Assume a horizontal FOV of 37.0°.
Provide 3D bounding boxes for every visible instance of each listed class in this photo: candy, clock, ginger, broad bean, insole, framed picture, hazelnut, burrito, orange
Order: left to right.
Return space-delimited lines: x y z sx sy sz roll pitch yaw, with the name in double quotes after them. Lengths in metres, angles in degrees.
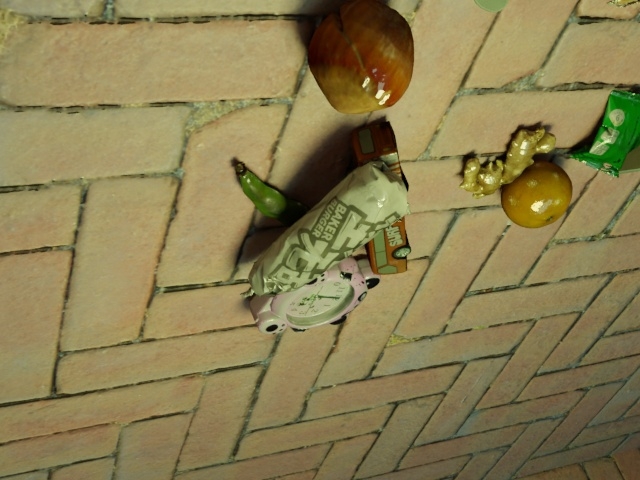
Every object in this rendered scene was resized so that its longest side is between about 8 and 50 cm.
-0.083 -0.068 1.799 0.060 0.043 0.297 -43 142 12 "broad bean"
-0.007 0.108 2.048 0.247 0.090 0.227 6 136 -39 "clock"
0.000 0.000 1.803 0.139 0.101 0.445 13 141 -40 "burrito"
0.072 -0.282 1.494 0.182 0.182 0.182 -16 145 -12 "hazelnut"
0.270 -0.419 1.573 0.053 0.002 0.152 -34 145 15 "insole"
0.374 -0.157 1.956 0.193 0.053 0.176 -6 143 -18 "ginger"
0.461 -0.093 2.028 0.156 0.124 0.156 -14 144 -11 "orange"
0.627 -0.222 1.999 0.141 0.078 0.203 0 134 -32 "candy"
0.749 -0.207 2.150 0.183 0.011 0.142 -9 143 -22 "framed picture"

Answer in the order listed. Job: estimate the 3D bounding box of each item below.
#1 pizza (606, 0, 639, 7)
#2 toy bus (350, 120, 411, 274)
0.534 -0.478 1.614 0.195 0.052 0.185 21 143 -38 "pizza"
0.124 -0.070 1.882 0.092 0.093 0.409 -14 144 -2 "toy bus"
